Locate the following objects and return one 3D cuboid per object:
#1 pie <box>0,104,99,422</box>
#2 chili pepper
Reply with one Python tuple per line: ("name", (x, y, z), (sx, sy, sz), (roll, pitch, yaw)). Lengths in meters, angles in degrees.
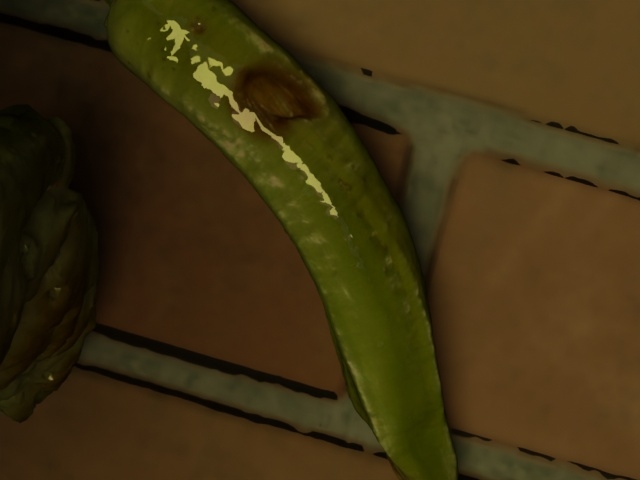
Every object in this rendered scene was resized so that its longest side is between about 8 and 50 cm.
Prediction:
("pie", (-0.152, 0.089, 0.472), (0.067, 0.302, 0.302), (40, 108, -3))
("chili pepper", (0.001, 0.000, 0.553), (0.049, 0.043, 0.208), (-30, 98, 4))
